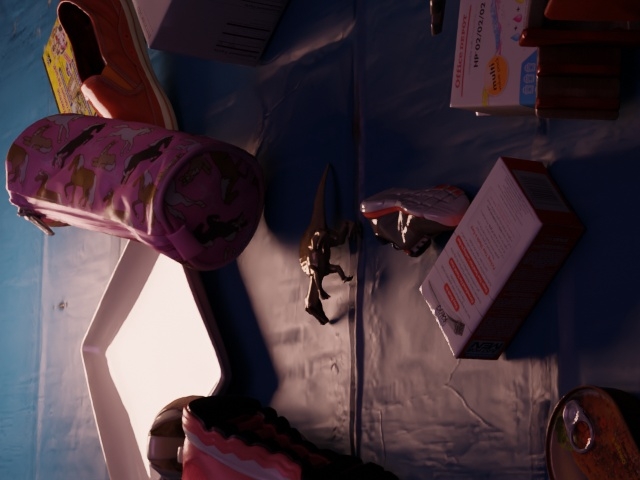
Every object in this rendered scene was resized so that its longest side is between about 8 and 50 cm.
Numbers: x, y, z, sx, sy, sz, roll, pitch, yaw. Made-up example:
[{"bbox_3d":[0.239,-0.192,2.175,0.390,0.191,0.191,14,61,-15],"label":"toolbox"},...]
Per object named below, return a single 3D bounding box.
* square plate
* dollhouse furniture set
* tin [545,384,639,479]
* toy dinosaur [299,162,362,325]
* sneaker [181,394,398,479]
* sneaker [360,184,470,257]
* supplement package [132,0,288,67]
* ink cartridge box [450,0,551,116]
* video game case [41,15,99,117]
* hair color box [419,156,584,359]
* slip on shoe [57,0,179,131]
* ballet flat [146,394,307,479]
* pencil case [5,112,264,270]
[{"bbox_3d":[-0.217,0.160,2.021,0.344,0.049,0.347,-60,37,36],"label":"square plate"},{"bbox_3d":[0.211,-0.175,1.149,0.259,0.262,0.135,37,-125,-85],"label":"dollhouse furniture set"},{"bbox_3d":[0.239,0.203,1.218,0.106,0.040,0.189,-53,41,36],"label":"tin"},{"bbox_3d":[0.000,0.000,1.661,0.093,0.053,0.183,-5,81,62],"label":"toy dinosaur"},{"bbox_3d":[-0.021,0.276,1.542,0.314,0.116,0.136,29,115,34],"label":"sneaker"},{"bbox_3d":[0.101,-0.016,1.502,0.158,0.061,0.064,9,120,62],"label":"sneaker"},{"bbox_3d":[-0.129,-0.357,1.859,0.203,0.149,0.194,-60,37,34],"label":"supplement package"},{"bbox_3d":[0.174,-0.167,1.374,0.181,0.062,0.104,5,89,61],"label":"ink cartridge box"},{"bbox_3d":[-0.356,-0.295,2.368,0.248,0.035,0.274,-61,37,34],"label":"video game case"},{"bbox_3d":[0.160,0.018,1.373,0.167,0.053,0.093,-60,38,34],"label":"hair color box"},{"bbox_3d":[-0.280,-0.202,2.108,0.123,0.101,0.331,-33,74,53],"label":"slip on shoe"},{"bbox_3d":[-0.134,0.236,1.748,0.316,0.106,0.107,-2,88,50],"label":"ballet flat"},{"bbox_3d":[-0.239,-0.068,1.919,0.386,0.160,0.167,11,90,47],"label":"pencil case"}]
